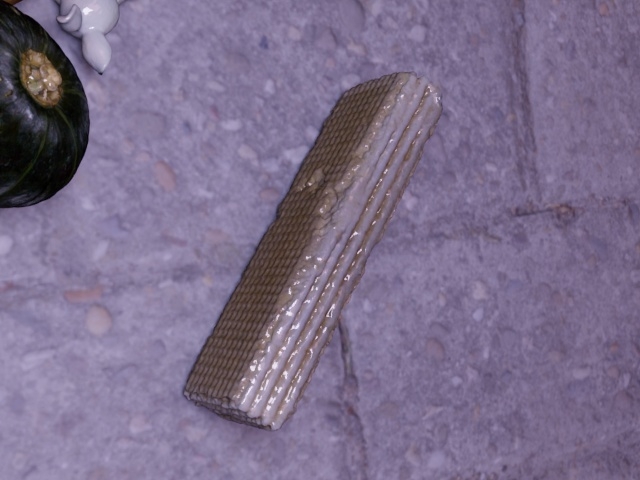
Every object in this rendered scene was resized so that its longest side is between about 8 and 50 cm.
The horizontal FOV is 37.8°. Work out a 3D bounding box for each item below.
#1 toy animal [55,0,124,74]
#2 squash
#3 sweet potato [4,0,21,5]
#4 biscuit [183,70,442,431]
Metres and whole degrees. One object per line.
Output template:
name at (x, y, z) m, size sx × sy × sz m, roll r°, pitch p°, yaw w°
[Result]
toy animal at (-0.218, -0.236, 0.925) m, size 0.124 × 0.085 × 0.071 m, roll -56°, pitch 133°, yaw -16°
squash at (-0.291, -0.120, 0.812) m, size 0.156 × 0.193 × 0.193 m, roll -14°, pitch 97°, yaw 1°
sweet potato at (-0.266, -0.275, 0.898) m, size 0.206 × 0.068 × 0.060 m, roll -54°, pitch 140°, yaw -29°
biscuit at (0.000, 0.000, 1.016) m, size 0.078 × 0.144 × 0.426 m, roll 36°, pitch 68°, yaw -26°
